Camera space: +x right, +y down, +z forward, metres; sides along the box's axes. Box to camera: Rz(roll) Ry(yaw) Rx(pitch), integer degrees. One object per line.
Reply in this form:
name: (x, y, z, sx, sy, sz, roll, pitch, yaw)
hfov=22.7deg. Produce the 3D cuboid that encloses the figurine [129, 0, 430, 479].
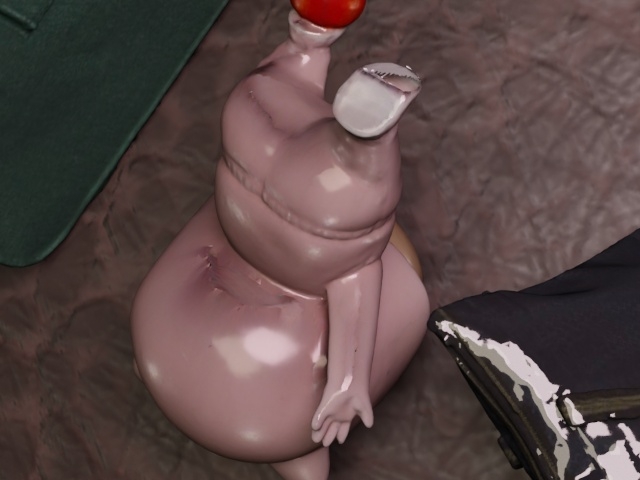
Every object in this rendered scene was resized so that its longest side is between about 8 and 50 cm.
figurine: (0.000, 0.000, 0.864, 0.176, 0.186, 0.287, 30, 127, 27)

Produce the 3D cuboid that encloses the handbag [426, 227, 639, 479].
handbag: (0.190, 0.107, 0.809, 0.254, 0.211, 0.088, 59, 142, 15)

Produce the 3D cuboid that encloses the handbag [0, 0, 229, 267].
handbag: (-0.156, -0.145, 0.902, 0.089, 0.238, 0.326, 37, 93, 21)
